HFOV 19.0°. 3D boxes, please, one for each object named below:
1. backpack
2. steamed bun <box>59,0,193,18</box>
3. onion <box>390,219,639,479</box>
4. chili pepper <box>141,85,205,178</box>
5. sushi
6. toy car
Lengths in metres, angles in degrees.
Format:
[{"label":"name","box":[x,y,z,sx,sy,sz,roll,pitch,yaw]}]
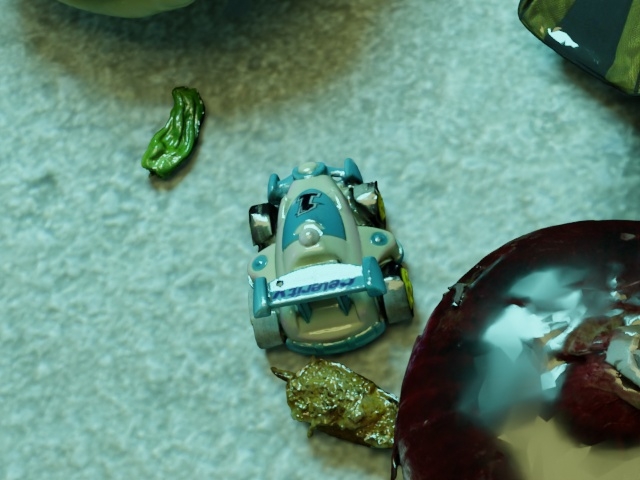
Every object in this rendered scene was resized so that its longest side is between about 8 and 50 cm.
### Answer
[{"label":"backpack","box":[0.276,-0.248,1.453,0.206,0.133,0.258,36,118,28]},{"label":"steamed bun","box":[-0.102,-0.336,1.552,0.325,0.230,0.372,32,76,22]},{"label":"onion","box":[0.197,0.121,1.271,0.314,0.232,0.314,-4,66,10]},{"label":"chili pepper","box":[-0.118,-0.088,1.555,0.034,0.030,0.091,2,61,41]},{"label":"sushi","box":[0.017,0.120,1.409,0.118,0.060,0.061,9,72,17]},{"label":"toy car","box":[0.000,0.000,1.448,0.126,0.098,0.161,-9,65,6]}]
